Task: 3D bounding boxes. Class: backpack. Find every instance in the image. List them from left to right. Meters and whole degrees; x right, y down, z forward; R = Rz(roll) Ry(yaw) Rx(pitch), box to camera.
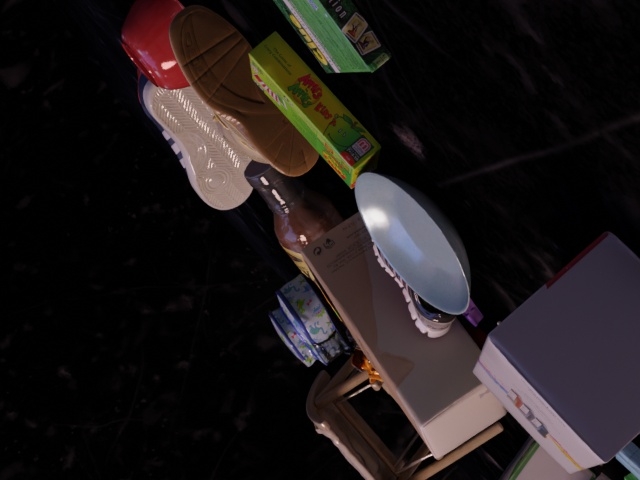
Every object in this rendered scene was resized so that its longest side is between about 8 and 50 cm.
[{"bbox_3d":[-0.020,0.112,1.512,0.105,0.084,0.114,50,170,48],"label":"backpack"}]

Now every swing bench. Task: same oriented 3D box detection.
[{"bbox_3d":[0.134,0.307,1.925,0.253,0.255,0.165,52,172,-20],"label":"swing bench"}]

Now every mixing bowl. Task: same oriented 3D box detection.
[{"bbox_3d":[-0.239,-0.298,1.666,0.181,0.098,0.181,49,174,7],"label":"mixing bowl"}]

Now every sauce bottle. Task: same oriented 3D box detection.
[{"bbox_3d":[0.000,0.000,1.733,0.344,0.111,0.111,54,171,-28],"label":"sauce bottle"}]

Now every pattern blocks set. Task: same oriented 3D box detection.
[{"bbox_3d":[0.282,0.185,1.324,0.325,0.026,0.285,46,173,23],"label":"pattern blocks set"}]

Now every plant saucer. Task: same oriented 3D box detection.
[{"bbox_3d":[0.114,-0.005,1.231,0.195,0.037,0.195,48,161,22],"label":"plant saucer"}]

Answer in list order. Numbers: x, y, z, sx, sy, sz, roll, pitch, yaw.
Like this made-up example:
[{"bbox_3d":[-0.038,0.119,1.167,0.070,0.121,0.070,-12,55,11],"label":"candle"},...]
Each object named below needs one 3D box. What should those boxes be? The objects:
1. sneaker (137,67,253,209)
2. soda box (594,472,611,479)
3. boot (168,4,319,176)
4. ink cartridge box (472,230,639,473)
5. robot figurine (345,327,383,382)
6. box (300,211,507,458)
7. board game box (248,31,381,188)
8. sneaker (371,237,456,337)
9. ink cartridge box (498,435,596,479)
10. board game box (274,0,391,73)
[{"bbox_3d":[-0.237,-0.210,2.062,0.148,0.131,0.350,52,171,47],"label":"sneaker"},{"bbox_3d":[0.397,0.406,1.388,0.091,0.098,0.286,40,174,43],"label":"soda box"},{"bbox_3d":[-0.120,-0.202,1.483,0.262,0.095,0.203,47,175,-16],"label":"boot"},{"bbox_3d":[0.214,0.097,0.874,0.127,0.128,0.176,47,173,13],"label":"ink cartridge box"},{"bbox_3d":[0.136,0.183,1.669,0.211,0.085,0.291,8,175,5],"label":"robot figurine"},{"bbox_3d":[0.112,0.120,1.460,0.311,0.121,0.148,55,176,32],"label":"box"},{"bbox_3d":[-0.007,-0.149,1.259,0.181,0.043,0.092,49,173,8],"label":"board game box"},{"bbox_3d":[0.123,0.036,1.344,0.170,0.063,0.075,64,160,7],"label":"sneaker"},{"bbox_3d":[0.282,0.335,1.441,0.087,0.153,0.208,36,-178,12],"label":"ink cartridge box"},{"bbox_3d":[-0.042,-0.259,0.970,0.259,0.030,0.136,52,170,-17],"label":"board game box"}]
